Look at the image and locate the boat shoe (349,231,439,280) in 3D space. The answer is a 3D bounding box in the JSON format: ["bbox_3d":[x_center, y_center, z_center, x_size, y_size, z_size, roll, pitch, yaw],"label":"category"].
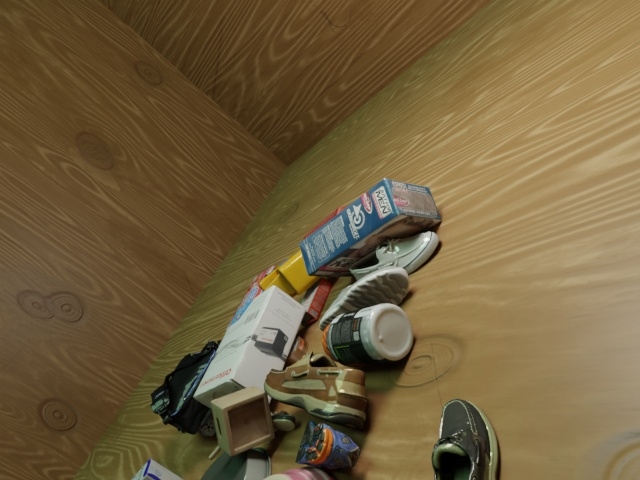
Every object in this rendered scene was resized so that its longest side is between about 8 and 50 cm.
[{"bbox_3d":[0.172,0.042,1.261,0.258,0.084,0.095,-38,20,37],"label":"boat shoe"}]

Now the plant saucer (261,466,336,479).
[{"bbox_3d":[-0.093,0.533,0.869,0.332,0.084,0.332,-44,17,17],"label":"plant saucer"}]

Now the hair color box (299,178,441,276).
[{"bbox_3d":[0.120,-0.020,1.345,0.347,0.173,0.105,-37,61,41],"label":"hair color box"}]

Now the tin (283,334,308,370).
[{"bbox_3d":[-0.108,0.333,1.448,0.189,0.040,0.106,-39,15,33],"label":"tin"}]

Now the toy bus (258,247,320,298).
[{"bbox_3d":[-0.029,0.066,1.579,0.332,0.108,0.130,-40,6,-12],"label":"toy bus"}]

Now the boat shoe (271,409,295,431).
[{"bbox_3d":[-0.095,0.418,1.204,0.137,0.049,0.043,-37,18,52],"label":"boat shoe"}]

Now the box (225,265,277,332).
[{"bbox_3d":[-0.198,0.228,1.762,0.128,0.122,0.257,-33,23,43],"label":"box"}]

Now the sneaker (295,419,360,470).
[{"bbox_3d":[0.011,0.385,0.944,0.221,0.087,0.083,125,168,-71],"label":"sneaker"}]

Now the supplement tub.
[{"bbox_3d":[0.090,0.200,1.067,0.190,0.117,0.117,-25,29,54],"label":"supplement tub"}]

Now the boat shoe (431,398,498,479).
[{"bbox_3d":[0.185,0.292,0.682,0.080,0.073,0.224,-41,19,28],"label":"boat shoe"}]

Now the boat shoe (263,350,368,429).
[{"bbox_3d":[-0.005,0.296,1.072,0.324,0.122,0.120,-5,65,56],"label":"boat shoe"}]

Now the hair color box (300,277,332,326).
[{"bbox_3d":[-0.021,0.182,1.539,0.072,0.043,0.141,-34,21,44],"label":"hair color box"}]

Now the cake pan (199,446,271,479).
[{"bbox_3d":[-0.224,0.588,1.150,0.293,0.054,0.293,-45,16,17],"label":"cake pan"}]

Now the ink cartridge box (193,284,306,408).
[{"bbox_3d":[-0.190,0.308,1.421,0.223,0.129,0.308,-35,24,44],"label":"ink cartridge box"}]

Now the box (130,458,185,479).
[{"bbox_3d":[-0.462,0.697,1.413,0.137,0.126,0.072,-48,14,5],"label":"box"}]

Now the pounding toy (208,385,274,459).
[{"bbox_3d":[-0.188,0.421,1.169,0.130,0.141,0.100,-12,5,-32],"label":"pounding toy"}]

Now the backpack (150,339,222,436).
[{"bbox_3d":[-0.378,0.459,1.576,0.263,0.213,0.276,-10,35,54],"label":"backpack"}]

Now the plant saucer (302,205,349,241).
[{"bbox_3d":[0.000,0.000,1.888,0.259,0.047,0.258,-40,19,33],"label":"plant saucer"}]

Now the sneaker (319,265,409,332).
[{"bbox_3d":[0.099,0.126,1.231,0.281,0.105,0.115,-38,20,38],"label":"sneaker"}]
